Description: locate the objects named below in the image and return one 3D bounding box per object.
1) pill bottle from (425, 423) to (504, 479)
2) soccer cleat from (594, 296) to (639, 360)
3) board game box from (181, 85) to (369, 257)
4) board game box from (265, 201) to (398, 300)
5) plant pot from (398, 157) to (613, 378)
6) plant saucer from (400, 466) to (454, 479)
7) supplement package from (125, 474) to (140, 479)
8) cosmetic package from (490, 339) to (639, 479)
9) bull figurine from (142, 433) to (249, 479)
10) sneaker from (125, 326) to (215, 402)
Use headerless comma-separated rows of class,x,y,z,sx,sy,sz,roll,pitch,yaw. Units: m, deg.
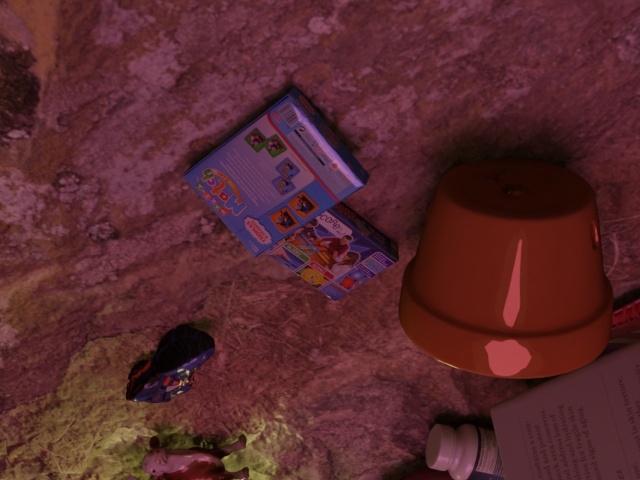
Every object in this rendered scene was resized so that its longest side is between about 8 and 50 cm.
pill bottle,0.289,0.393,1.722,0.180,0.108,0.108,14,133,-9
soccer cleat,0.476,0.134,1.481,0.095,0.083,0.248,29,132,-17
board game box,-0.064,-0.088,1.294,0.211,0.039,0.160,-33,106,30
board game box,0.000,0.000,1.409,0.136,0.035,0.201,-34,124,31
plant pot,0.252,0.020,1.262,0.291,0.291,0.203,1,118,3
plant saucer,0.271,0.544,1.885,0.332,0.084,0.332,2,136,2
supplement package,-0.335,0.577,1.847,0.139,0.134,0.244,30,158,18
cosmetic package,0.539,0.367,1.467,0.327,0.329,0.394,22,138,-39
bull figurine,-0.210,0.471,1.836,0.189,0.101,0.310,-15,131,15
sneaker,-0.245,0.216,1.619,0.087,0.083,0.221,22,139,-35
